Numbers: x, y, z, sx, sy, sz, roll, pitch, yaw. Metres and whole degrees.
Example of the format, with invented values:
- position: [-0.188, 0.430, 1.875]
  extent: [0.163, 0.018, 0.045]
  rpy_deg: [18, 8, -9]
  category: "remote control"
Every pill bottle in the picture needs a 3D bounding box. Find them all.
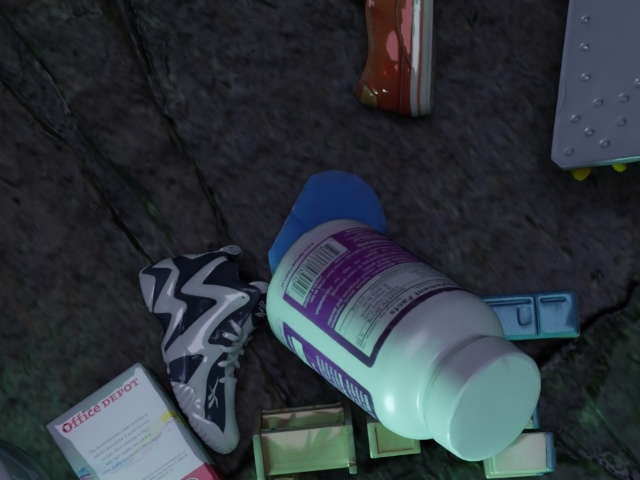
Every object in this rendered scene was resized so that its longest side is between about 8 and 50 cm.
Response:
- position: [0.089, 0.107, 1.659]
  extent: [0.169, 0.169, 0.301]
  rpy_deg: [-48, 45, -6]
  category: "pill bottle"

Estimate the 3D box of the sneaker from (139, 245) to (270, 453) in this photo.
- position: [-0.099, 0.112, 1.769]
  extent: [0.153, 0.094, 0.235]
  rpy_deg: [-23, 69, 6]
  category: "sneaker"

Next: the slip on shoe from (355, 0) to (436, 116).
- position: [0.085, -0.310, 1.832]
  extent: [0.101, 0.123, 0.331]
  rpy_deg: [0, 86, 8]
  category: "slip on shoe"

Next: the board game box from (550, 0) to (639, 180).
- position: [0.459, -0.260, 1.703]
  extent: [0.390, 0.050, 0.390]
  rpy_deg: [-6, 59, 32]
  category: "board game box"

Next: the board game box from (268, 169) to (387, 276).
- position: [0.000, 0.000, 1.795]
  extent: [0.133, 0.033, 0.168]
  rpy_deg: [36, 77, -35]
  category: "board game box"

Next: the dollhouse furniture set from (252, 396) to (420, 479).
- position: [0.023, 0.267, 1.756]
  extent: [0.182, 0.101, 0.161]
  rpy_deg: [-6, 104, 1]
  category: "dollhouse furniture set"

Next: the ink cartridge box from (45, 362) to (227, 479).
- position: [-0.197, 0.245, 1.731]
  extent: [0.128, 0.127, 0.176]
  rpy_deg: [-34, 80, -3]
  category: "ink cartridge box"

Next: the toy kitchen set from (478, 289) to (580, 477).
- position: [0.237, 0.153, 1.713]
  extent: [0.122, 0.166, 0.207]
  rpy_deg: [-4, 80, 1]
  category: "toy kitchen set"

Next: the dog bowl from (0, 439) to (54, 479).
- position: [-0.445, 0.353, 1.678]
  extent: [0.349, 0.102, 0.349]
  rpy_deg: [-7, 61, 13]
  category: "dog bowl"
